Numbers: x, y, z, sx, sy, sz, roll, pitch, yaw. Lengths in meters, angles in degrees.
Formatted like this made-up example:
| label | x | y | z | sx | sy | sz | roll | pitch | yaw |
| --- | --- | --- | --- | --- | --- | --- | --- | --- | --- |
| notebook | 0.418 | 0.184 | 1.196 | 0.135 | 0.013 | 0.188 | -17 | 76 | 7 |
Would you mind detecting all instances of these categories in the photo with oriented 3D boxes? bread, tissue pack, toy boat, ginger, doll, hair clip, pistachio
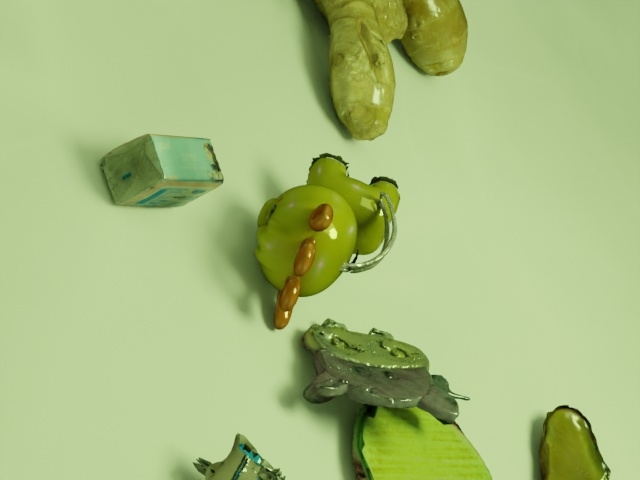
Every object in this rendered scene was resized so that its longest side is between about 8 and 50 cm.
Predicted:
| label | x | y | z | sx | sy | sz | roll | pitch | yaw |
| --- | --- | --- | --- | --- | --- | --- | --- | --- | --- |
| bread | 0.108 | 0.255 | 1.781 | 0.228 | 0.033 | 0.228 | 38 | 34 | -31 |
| tissue pack | -0.150 | -0.065 | 1.657 | 0.094 | 0.074 | 0.058 | 1 | 69 | -57 |
| toy boat | -0.034 | 0.259 | 1.543 | 0.210 | 0.066 | 0.084 | 50 | 63 | -32 |
| ginger | 0.047 | -0.325 | 2.143 | 0.363 | 0.122 | 0.348 | -38 | 104 | -50 |
| doll | 0.000 | 0.000 | 1.774 | 0.135 | 0.143 | 0.221 | 26 | 27 | 2 |
| hair clip | 0.064 | 0.134 | 1.760 | 0.187 | 0.056 | 0.146 | 22 | 22 | -22 |
| pistachio | 0.289 | 0.267 | 2.021 | 0.090 | 0.049 | 0.173 | 22 | 43 | -13 |
